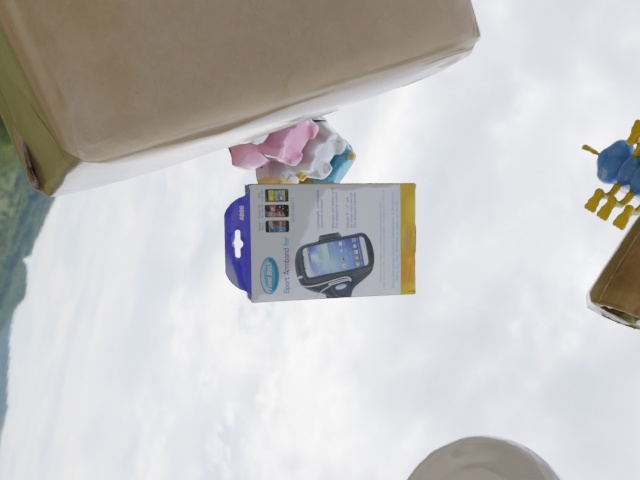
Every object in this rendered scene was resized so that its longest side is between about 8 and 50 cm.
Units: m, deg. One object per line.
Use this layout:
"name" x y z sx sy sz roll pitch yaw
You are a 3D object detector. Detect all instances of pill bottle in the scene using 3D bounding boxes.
"pill bottle" 0.218 0.341 0.690 0.177 0.318 0.176 -20 -133 23

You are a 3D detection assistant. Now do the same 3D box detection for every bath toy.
"bath toy" -0.077 -0.155 0.972 0.129 0.348 0.151 39 -85 25

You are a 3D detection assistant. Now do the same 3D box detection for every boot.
"boot" 0.489 -0.006 1.018 0.269 0.089 0.236 -57 -164 -5

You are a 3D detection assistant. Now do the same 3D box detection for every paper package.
"paper package" -0.089 -0.222 0.461 0.168 0.325 0.309 -6 -73 61

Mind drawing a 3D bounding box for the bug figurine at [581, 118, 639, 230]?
"bug figurine" 0.338 -0.109 0.499 0.216 0.072 0.278 50 -56 43

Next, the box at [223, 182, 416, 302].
"box" 0.000 0.000 0.457 0.028 0.136 0.081 -164 -106 -76
